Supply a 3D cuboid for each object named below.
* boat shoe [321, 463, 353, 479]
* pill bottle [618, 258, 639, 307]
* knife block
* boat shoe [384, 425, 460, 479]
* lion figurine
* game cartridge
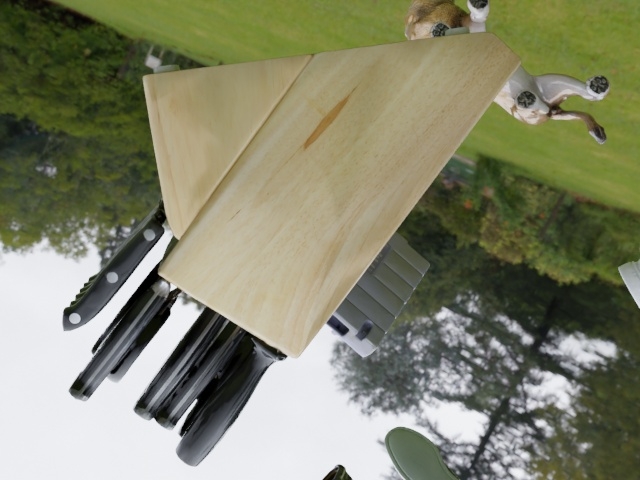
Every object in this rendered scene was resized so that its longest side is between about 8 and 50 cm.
[{"bbox_3d":[-0.034,0.418,0.947,0.233,0.079,0.084,-26,178,-37],"label":"boat shoe"},{"bbox_3d":[0.644,0.026,1.075,0.146,0.264,0.146,45,-153,-30],"label":"pill bottle"},{"bbox_3d":[-0.018,0.011,0.399,0.276,0.241,0.088,-10,-166,-7],"label":"knife block"},{"bbox_3d":[0.257,0.551,1.463,0.302,0.114,0.091,45,156,37],"label":"boat shoe"},{"bbox_3d":[0.291,-0.281,1.070,0.392,0.142,0.240,46,-175,5],"label":"lion figurine"},{"bbox_3d":[0.000,0.000,1.091,0.355,0.068,0.230,41,-134,0],"label":"game cartridge"}]
